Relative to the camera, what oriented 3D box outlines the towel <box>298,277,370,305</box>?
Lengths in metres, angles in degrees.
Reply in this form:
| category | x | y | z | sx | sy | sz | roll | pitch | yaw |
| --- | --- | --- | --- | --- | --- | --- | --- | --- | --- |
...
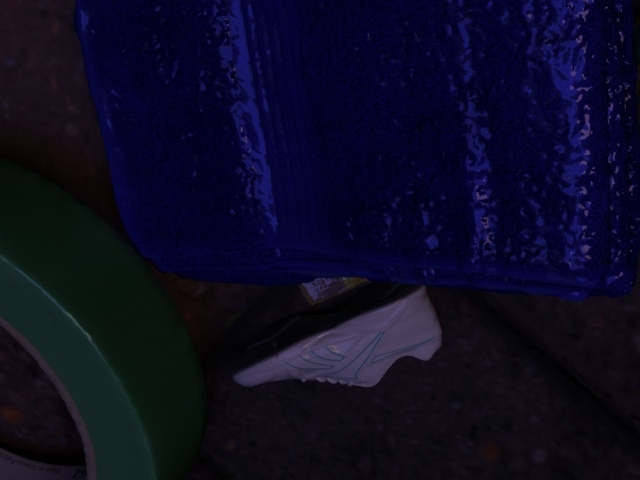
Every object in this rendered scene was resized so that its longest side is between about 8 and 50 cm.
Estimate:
| category | x | y | z | sx | sy | sz | roll | pitch | yaw |
| --- | --- | --- | --- | --- | --- | --- | --- | --- | --- |
| towel | 0.000 | 0.000 | 0.596 | 0.060 | 0.009 | 0.083 | -19 | 109 | 19 |

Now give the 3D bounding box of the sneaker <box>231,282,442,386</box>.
| category | x | y | z | sx | sy | sz | roll | pitch | yaw |
| --- | --- | --- | --- | --- | --- | --- | --- | --- | --- |
| sneaker | 0.010 | 0.076 | 0.605 | 0.152 | 0.053 | 0.061 | -21 | 111 | 18 |

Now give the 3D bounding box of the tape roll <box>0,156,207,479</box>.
| category | x | y | z | sx | sy | sz | roll | pitch | yaw |
| --- | --- | --- | --- | --- | --- | --- | --- | --- | --- |
| tape roll | -0.238 | 0.094 | 0.614 | 0.321 | 0.077 | 0.321 | 11 | 124 | 17 |

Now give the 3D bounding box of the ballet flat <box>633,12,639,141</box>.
| category | x | y | z | sx | sy | sz | roll | pitch | yaw |
| --- | --- | --- | --- | --- | --- | --- | --- | --- | --- |
| ballet flat | 0.304 | -0.007 | 0.477 | 0.348 | 0.123 | 0.123 | 32 | 116 | -4 |

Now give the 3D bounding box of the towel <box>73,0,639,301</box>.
| category | x | y | z | sx | sy | sz | roll | pitch | yaw |
| --- | --- | --- | --- | --- | --- | --- | --- | --- | --- |
| towel | 0.007 | -0.070 | 0.483 | 0.308 | 0.076 | 0.227 | 1 | 116 | 29 |
